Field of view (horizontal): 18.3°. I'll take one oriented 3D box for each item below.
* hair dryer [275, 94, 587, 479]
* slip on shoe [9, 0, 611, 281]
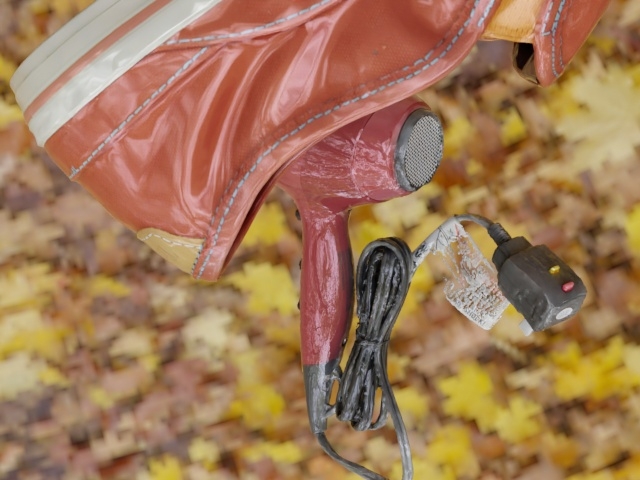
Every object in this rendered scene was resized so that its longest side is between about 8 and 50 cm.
[{"bbox_3d":[0.000,0.000,1.222,0.223,0.293,0.080,-46,165,28],"label":"hair dryer"},{"bbox_3d":[0.060,-0.102,0.636,0.331,0.101,0.123,-34,-178,3],"label":"slip on shoe"}]
